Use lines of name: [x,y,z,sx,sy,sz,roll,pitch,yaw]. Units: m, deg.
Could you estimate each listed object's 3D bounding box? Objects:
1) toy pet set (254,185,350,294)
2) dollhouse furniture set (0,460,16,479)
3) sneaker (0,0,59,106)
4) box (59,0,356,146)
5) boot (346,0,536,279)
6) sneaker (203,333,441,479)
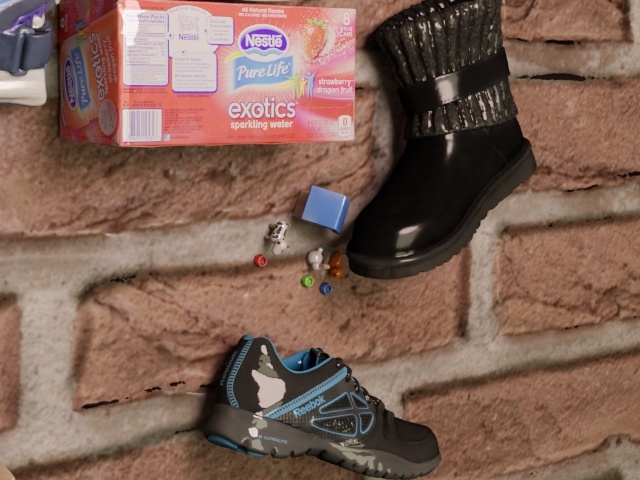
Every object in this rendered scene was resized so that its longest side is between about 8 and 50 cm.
toy pet set: [0.000,0.000,1.663,0.122,0.065,0.114,23,83,-37]
dollhouse furniture set: [-0.440,0.342,1.299,0.355,0.303,0.174,-36,154,-25]
sneaker: [-0.285,-0.254,1.367,0.323,0.130,0.236,-33,136,-22]
box: [-0.119,-0.182,1.499,0.300,0.142,0.154,-5,100,-36]
boot: [0.123,-0.137,1.683,0.348,0.131,0.260,-43,126,-39]
sneaker: [0.024,0.206,1.676,0.341,0.125,0.139,17,82,-39]
